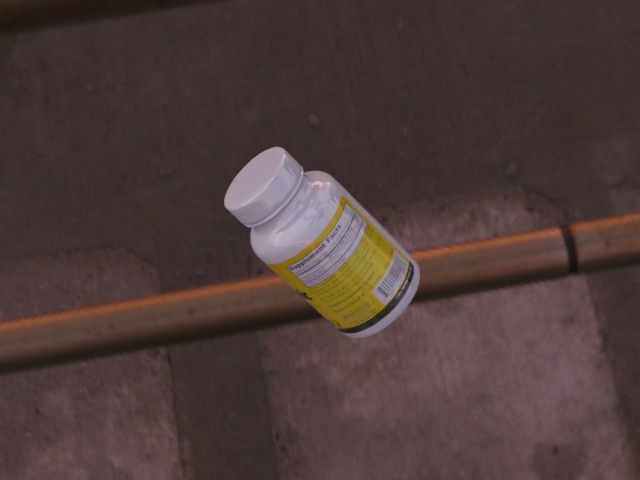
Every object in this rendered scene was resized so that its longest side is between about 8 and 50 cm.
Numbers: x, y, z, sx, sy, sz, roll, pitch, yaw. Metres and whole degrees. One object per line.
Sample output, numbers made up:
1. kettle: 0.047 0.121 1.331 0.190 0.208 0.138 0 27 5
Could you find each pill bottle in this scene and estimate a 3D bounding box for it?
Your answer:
1. pill bottle: 0.000 0.000 0.648 0.065 0.116 0.065 -35 28 21
